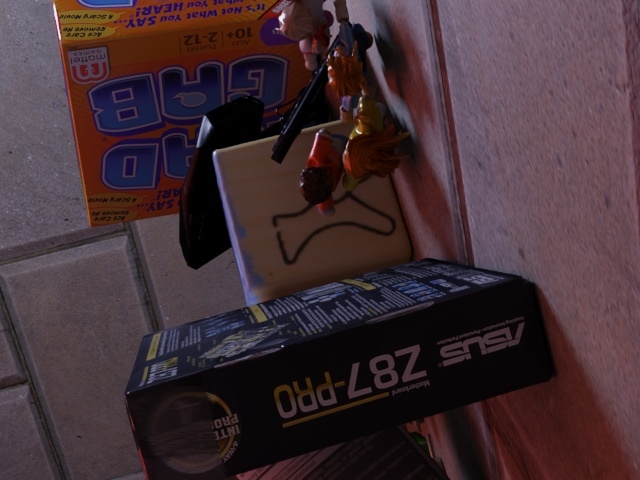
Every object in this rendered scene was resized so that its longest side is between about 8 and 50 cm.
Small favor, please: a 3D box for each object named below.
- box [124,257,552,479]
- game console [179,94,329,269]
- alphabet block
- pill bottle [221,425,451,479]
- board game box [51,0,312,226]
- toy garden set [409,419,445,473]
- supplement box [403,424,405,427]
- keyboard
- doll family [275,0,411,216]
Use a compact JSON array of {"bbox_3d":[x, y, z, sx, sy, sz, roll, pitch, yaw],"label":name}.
[{"bbox_3d":[-0.004,0.101,1.102,0.395,0.318,0.097,-166,63,-83],"label":"box"},{"bbox_3d":[-0.080,-0.114,1.718,0.361,0.044,0.213,-37,-34,-53],"label":"game console"},{"bbox_3d":[-0.012,-0.017,1.519,0.193,0.197,0.192,94,162,-73],"label":"alphabet block"},{"bbox_3d":[0.000,0.259,1.402,0.363,0.210,0.210,49,168,13],"label":"pill bottle"},{"bbox_3d":[-0.223,-0.292,1.934,0.357,0.356,0.356,92,165,-46],"label":"board game box"},{"bbox_3d":[0.119,0.265,1.680,0.204,0.049,0.244,162,93,-85],"label":"toy garden set"},{"bbox_3d":[0.098,0.292,1.901,0.036,0.062,0.098,-122,19,-78],"label":"supplement box"},{"bbox_3d":[-0.022,-0.168,1.425,0.192,0.038,0.100,-62,-2,-35],"label":"keyboard"},{"bbox_3d":[0.030,-0.151,1.270,0.163,0.118,0.263,-66,-30,-70],"label":"doll family"}]
